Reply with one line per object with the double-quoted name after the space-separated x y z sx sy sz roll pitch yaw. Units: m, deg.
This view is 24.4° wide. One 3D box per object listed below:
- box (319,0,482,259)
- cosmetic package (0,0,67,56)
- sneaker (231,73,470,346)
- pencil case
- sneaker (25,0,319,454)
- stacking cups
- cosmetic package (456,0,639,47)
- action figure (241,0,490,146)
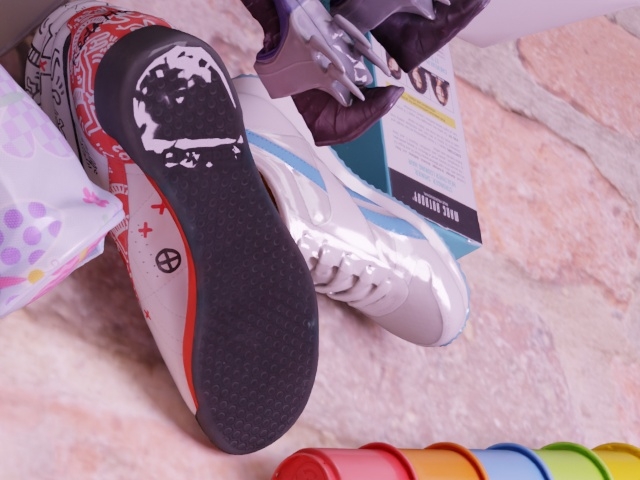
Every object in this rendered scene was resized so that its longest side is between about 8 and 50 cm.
0.052 -0.102 1.109 0.100 0.060 0.244 24 49 -39 "box"
-0.144 -0.262 0.937 0.153 0.129 0.296 49 37 -14 "cosmetic package"
0.000 0.000 0.967 0.228 0.087 0.092 41 46 -11 "sneaker"
-0.218 -0.080 0.737 0.273 0.113 0.124 53 12 -7 "pencil case"
-0.087 -0.012 0.855 0.090 0.145 0.270 -30 124 -22 "sneaker"
0.102 0.164 0.955 0.316 0.096 0.096 14 55 -42 "stacking cups"
0.088 -0.281 1.032 0.385 0.156 0.217 3 77 -59 "cosmetic package"
-0.048 -0.190 0.796 0.285 0.099 0.185 44 65 -10 "action figure"
